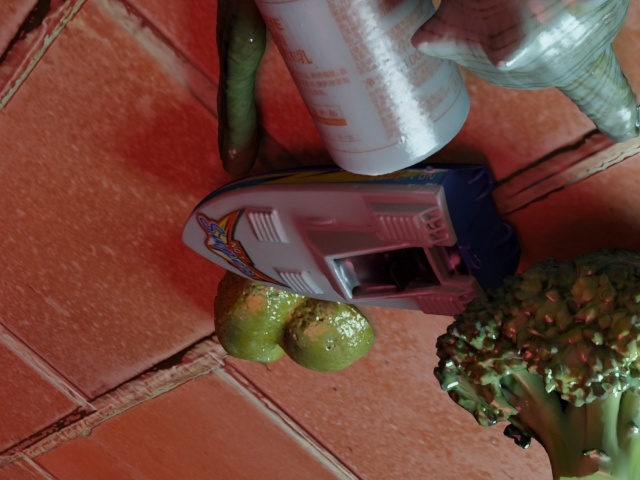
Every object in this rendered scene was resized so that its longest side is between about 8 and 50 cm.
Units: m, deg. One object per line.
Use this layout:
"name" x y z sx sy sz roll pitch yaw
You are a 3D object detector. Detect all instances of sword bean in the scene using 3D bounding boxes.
"sword bean" -0.055 -0.142 0.805 0.043 0.038 0.269 57 156 30

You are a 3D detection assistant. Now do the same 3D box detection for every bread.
"bread" -0.035 0.087 1.042 0.149 0.065 0.187 33 144 -6

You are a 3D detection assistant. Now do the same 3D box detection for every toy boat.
"toy boat" 0.000 0.000 0.881 0.295 0.088 0.129 2 134 37

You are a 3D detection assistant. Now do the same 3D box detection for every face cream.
"face cream" 0.005 -0.164 0.671 0.101 0.101 0.251 3 134 38

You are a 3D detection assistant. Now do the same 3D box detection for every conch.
"conch" 0.105 -0.134 0.623 0.137 0.114 0.234 33 154 27

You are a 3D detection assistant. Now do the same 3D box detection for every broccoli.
"broccoli" 0.207 0.101 0.763 0.226 0.176 0.198 55 147 -3
